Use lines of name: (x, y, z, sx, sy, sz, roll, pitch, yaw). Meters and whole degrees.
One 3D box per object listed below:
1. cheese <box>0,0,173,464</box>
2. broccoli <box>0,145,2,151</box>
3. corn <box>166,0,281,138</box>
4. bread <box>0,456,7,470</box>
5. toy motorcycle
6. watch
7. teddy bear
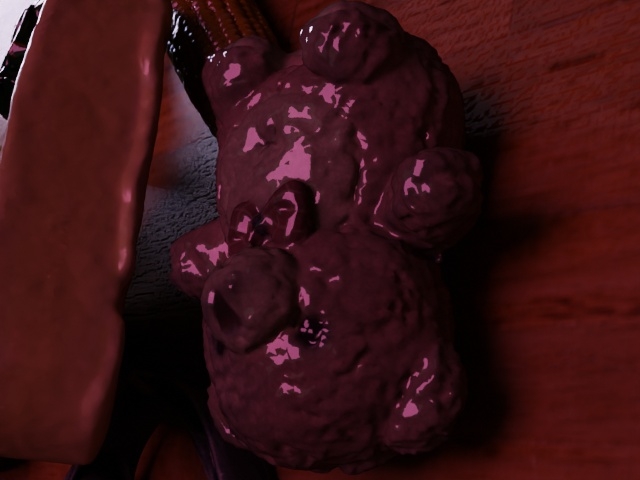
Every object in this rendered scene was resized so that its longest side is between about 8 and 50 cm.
cheese: (-0.194, -0.030, 0.831, 0.384, 0.104, 0.384, -167, 90, -75)
broccoli: (-0.382, -0.041, 1.215, 0.194, 0.194, 0.219, -48, 16, 27)
corn: (-0.097, -0.185, 0.924, 0.097, 0.097, 0.320, -52, 40, 22)
bread: (-0.341, 0.130, 1.041, 0.103, 0.132, 0.172, 6, 74, 10)
toy motorcycle: (-0.277, -0.231, 1.169, 0.274, 0.125, 0.187, -57, 27, 16)
watch: (-0.109, 0.188, 0.763, 0.193, 0.068, 0.206, -40, 47, 30)
teddy bear: (0.001, -0.001, 0.641, 0.236, 0.151, 0.267, -11, 59, 44)
